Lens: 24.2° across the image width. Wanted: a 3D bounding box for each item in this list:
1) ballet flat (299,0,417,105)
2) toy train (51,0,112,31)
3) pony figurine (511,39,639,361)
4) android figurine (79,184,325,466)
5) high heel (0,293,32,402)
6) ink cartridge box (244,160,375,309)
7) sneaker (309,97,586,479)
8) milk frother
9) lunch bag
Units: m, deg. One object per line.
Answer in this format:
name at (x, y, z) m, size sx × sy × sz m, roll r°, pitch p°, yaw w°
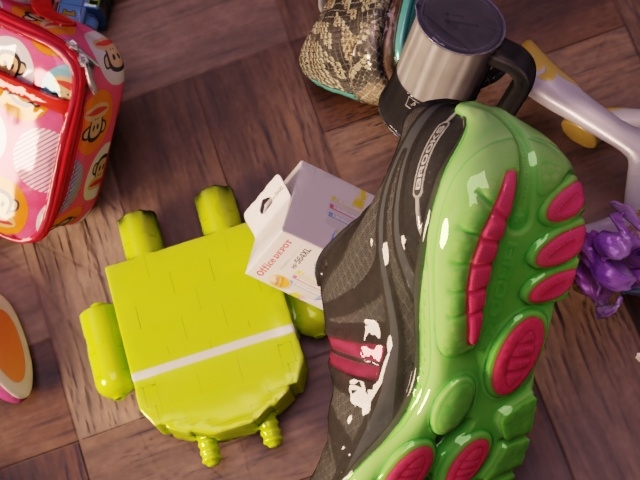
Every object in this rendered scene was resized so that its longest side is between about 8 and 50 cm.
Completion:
ballet flat at (0.096, -0.368, 1.555) m, size 0.182 × 0.164 × 0.483 m, roll 14°, pitch 75°, yaw 34°
toy train at (-0.281, -0.223, 1.582) m, size 0.105 × 0.080 × 0.184 m, roll 9°, pitch 74°, yaw 3°
pony figurine at (0.308, -0.007, 1.371) m, size 0.363 × 0.303 × 0.351 m, roll 16°, pitch 66°, yaw 26°
android figurine at (-0.110, 0.085, 1.477) m, size 0.248 × 0.056 × 0.273 m, roll -19°, pitch 70°, yaw -1°
high heel at (-0.389, 0.080, 1.517) m, size 0.117 × 0.082 × 0.244 m, roll -39°, pitch 87°, yaw 31°
ink cartridge box at (0.000, 0.000, 1.432) m, size 0.143 × 0.092 × 0.090 m, roll 25°, pitch 52°, yaw -13°
sneaker at (0.087, 0.093, 1.323) m, size 0.185 × 0.483 × 0.202 m, roll 4°, pitch 30°, yaw -30°
milk frother at (0.131, -0.179, 1.390) m, size 0.129 × 0.135 × 0.143 m, roll 8°, pitch 54°, yaw -11°
lunch bag at (-0.339, -0.160, 1.485) m, size 0.293 × 0.120 × 0.258 m, roll 25°, pitch 114°, yaw 16°
